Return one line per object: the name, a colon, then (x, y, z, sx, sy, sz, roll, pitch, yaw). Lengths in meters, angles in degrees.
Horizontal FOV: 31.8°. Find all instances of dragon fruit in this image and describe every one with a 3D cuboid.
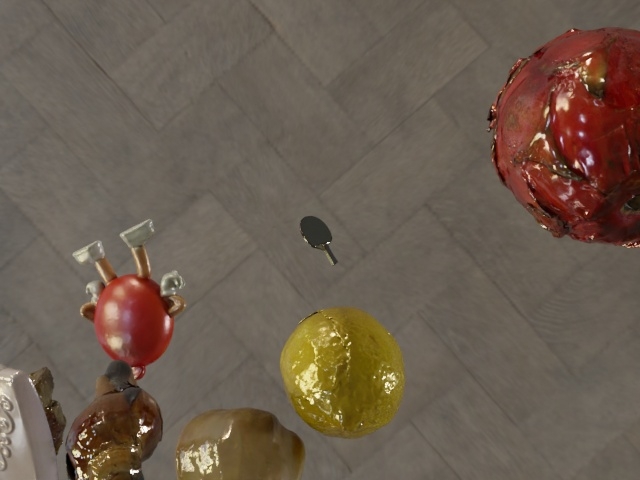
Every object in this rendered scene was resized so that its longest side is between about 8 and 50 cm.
dragon fruit: (0.378, -0.135, 1.512, 0.296, 0.295, 0.301, -12, 48, -2)

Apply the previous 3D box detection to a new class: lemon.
lemon: (0.038, 0.213, 1.833, 0.204, 0.260, 0.204, -5, 125, -7)

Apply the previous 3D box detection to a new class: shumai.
shumai: (-0.434, 0.263, 1.734, 0.105, 0.123, 0.139, 10, 48, -36)

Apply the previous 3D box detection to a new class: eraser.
eraser: (-0.381, 0.251, 1.385, 0.059, 0.204, 0.243, -21, 108, -31)

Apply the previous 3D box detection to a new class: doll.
doll: (-0.273, 0.093, 1.652, 0.183, 0.085, 0.217, -20, 84, 27)

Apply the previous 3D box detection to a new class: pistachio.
pistachio: (-0.137, 0.387, 1.824, 0.213, 0.260, 0.162, 12, 130, -2)

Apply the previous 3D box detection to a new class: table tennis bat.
table tennis bat: (0.000, 0.000, 1.612, 0.050, 0.007, 0.083, -18, 69, -42)

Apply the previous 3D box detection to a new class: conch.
conch: (-0.196, 0.178, 1.087, 0.086, 0.232, 0.080, 7, 127, 2)
